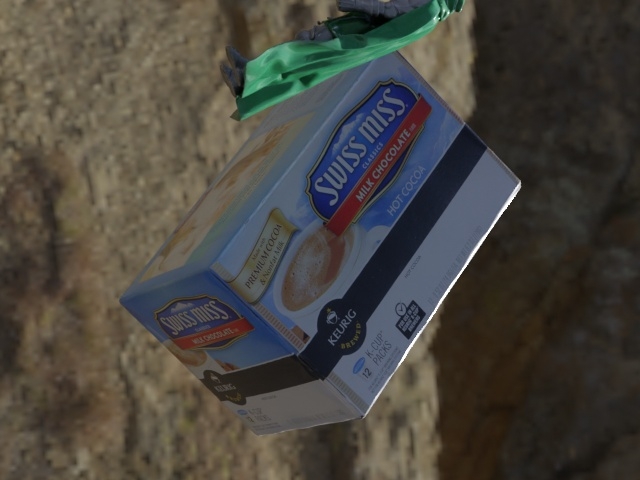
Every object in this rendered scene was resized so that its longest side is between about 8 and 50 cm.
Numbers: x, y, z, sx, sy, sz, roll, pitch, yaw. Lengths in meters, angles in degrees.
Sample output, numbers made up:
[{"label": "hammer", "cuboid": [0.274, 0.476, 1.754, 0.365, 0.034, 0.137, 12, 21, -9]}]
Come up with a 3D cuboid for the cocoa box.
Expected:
[{"label": "cocoa box", "cuboid": [0.000, 0.000, 1.760, 0.228, 0.231, 0.347, 45, 61, -16]}]

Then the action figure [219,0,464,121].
[{"label": "action figure", "cuboid": [0.026, -0.184, 1.476, 0.137, 0.232, 0.064, 134, -66, -74]}]
